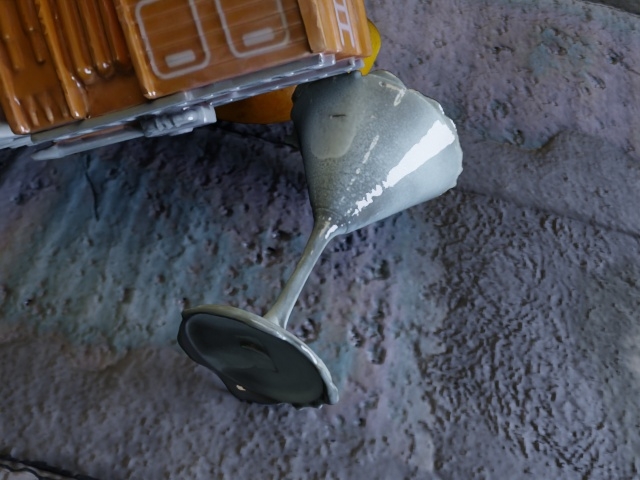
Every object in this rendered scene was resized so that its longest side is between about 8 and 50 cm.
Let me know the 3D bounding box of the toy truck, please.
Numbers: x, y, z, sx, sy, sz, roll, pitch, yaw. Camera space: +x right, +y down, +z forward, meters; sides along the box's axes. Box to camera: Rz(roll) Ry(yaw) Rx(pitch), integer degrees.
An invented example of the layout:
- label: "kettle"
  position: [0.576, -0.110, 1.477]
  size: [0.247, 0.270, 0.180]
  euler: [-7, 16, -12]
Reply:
- label: "toy truck"
  position: [-0.164, -0.170, 0.591]
  size: [0.387, 0.207, 0.173]
  euler: [-11, 7, 19]

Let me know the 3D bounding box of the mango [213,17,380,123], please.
- label: "mango"
  position: [-0.043, -0.169, 0.742]
  size: [0.217, 0.102, 0.141]
  euler: [-15, 35, -22]

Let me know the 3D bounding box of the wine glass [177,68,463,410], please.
- label: "wine glass"
  position: [0.000, 0.000, 0.598]
  size: [0.156, 0.156, 0.232]
  euler: [23, 58, 8]
